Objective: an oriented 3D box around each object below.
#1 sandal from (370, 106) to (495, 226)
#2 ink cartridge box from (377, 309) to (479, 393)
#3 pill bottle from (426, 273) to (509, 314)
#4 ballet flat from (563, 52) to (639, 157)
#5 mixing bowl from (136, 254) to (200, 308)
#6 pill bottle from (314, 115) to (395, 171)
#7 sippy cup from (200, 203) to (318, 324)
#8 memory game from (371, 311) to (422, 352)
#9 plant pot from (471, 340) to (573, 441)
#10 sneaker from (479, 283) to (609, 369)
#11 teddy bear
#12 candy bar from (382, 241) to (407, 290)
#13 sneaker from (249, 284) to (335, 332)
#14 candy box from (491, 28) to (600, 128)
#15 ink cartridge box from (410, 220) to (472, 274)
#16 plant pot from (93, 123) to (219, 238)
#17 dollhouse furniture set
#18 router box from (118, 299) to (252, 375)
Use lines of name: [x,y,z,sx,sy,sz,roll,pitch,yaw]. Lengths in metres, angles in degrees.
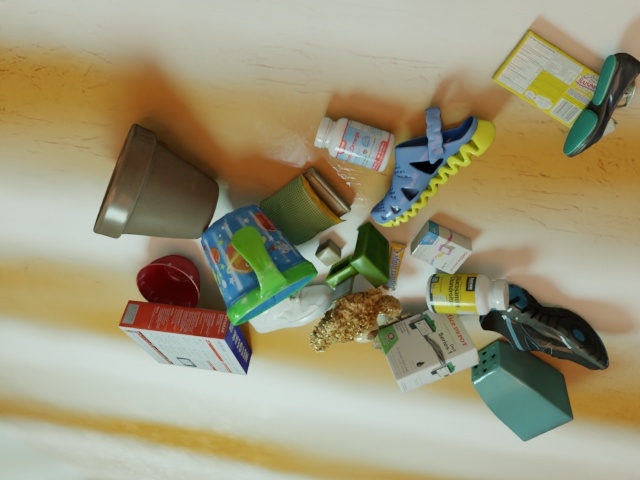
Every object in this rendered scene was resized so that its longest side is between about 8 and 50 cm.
sandal: [0.210,-0.162,1.008,0.138,0.126,0.317,36,116,-11]
ink cartridge box: [0.280,0.279,1.239,0.220,0.160,0.092,-24,136,3]
pill bottle: [0.366,0.133,1.172,0.184,0.103,0.103,-3,126,31]
ballet flat: [0.532,-0.243,0.878,0.074,0.074,0.203,12,126,2]
mixing bowl: [-0.414,0.107,1.332,0.182,0.098,0.181,5,127,7]
pill bottle: [0.072,-0.211,1.010,0.160,0.087,0.087,17,127,-2]
sippy cup: [-0.161,0.047,1.117,0.305,0.240,0.224,-41,77,42]
memory game: [0.229,0.263,1.329,0.187,0.012,0.186,-10,136,-10]
plant pot: [0.548,0.409,1.331,0.234,0.165,0.165,37,124,-8]
sneaker: [0.584,0.242,1.233,0.341,0.125,0.139,31,130,1]
teddy bear: [0.084,0.217,1.207,0.245,0.113,0.338,-9,162,-25]
candy bar: [0.193,0.070,1.237,0.040,0.018,0.161,10,126,4]
sneaker: [-0.117,0.157,1.305,0.293,0.108,0.169,-23,121,27]
candy box: [0.448,-0.304,0.905,0.206,0.027,0.105,27,124,-10]
ink cartridge box: [0.297,0.019,1.157,0.123,0.052,0.088,23,127,-8]
plant pot: [-0.369,-0.109,1.099,0.230,0.262,0.263,19,129,-26]
dollhouse furniture set: [0.000,0.000,1.139,0.198,0.151,0.301,-34,113,30]
router box: [-0.384,0.300,1.406,0.302,0.082,0.335,6,149,6]
